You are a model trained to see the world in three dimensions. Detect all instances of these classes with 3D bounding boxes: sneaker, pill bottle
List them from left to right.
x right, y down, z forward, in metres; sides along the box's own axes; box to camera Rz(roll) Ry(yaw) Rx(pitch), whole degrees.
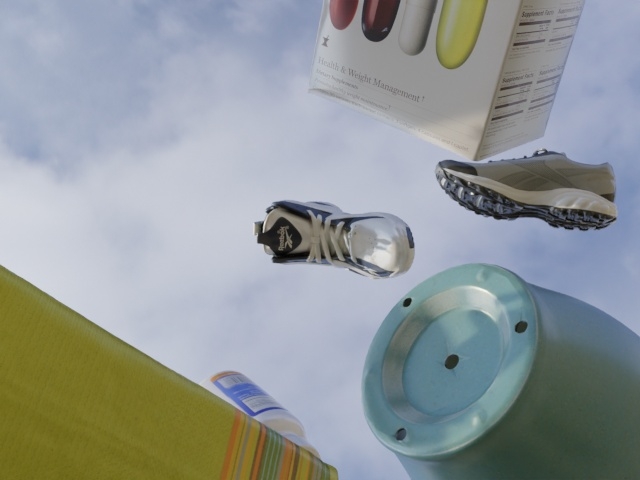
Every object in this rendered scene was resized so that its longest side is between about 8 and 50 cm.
[{"bbox_3d":[-0.120,0.355,1.473,0.152,0.272,0.152,-14,-64,-32],"label":"pill bottle"},{"bbox_3d":[0.000,0.000,1.069,0.153,0.235,0.094,-7,-68,-36],"label":"sneaker"},{"bbox_3d":[0.307,-0.088,1.227,0.272,0.100,0.108,10,-107,6],"label":"sneaker"}]

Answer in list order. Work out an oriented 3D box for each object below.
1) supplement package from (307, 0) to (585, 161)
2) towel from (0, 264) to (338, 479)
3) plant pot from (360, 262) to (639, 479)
[{"bbox_3d":[0.120,-0.210,0.748,0.149,0.194,0.203,-23,-48,-49],"label":"supplement package"},{"bbox_3d":[-0.077,0.111,0.384,0.021,0.102,0.237,-21,-47,36],"label":"towel"},{"bbox_3d":[0.184,0.157,0.748,0.271,0.271,0.255,-46,-57,7],"label":"plant pot"}]
